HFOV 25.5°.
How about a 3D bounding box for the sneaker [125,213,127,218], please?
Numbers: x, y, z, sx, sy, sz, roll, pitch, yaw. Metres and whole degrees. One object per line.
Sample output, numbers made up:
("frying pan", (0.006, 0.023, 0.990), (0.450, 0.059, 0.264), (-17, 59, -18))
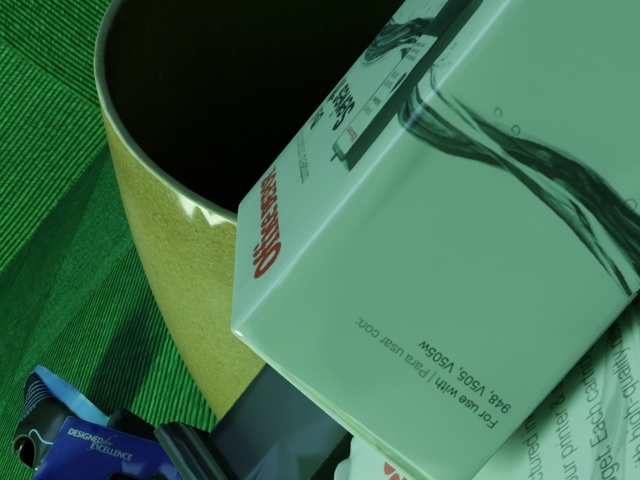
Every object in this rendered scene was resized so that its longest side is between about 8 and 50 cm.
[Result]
("sneaker", (-0.104, -0.075, 1.492), (0.146, 0.122, 0.330), (-32, 19, 10))

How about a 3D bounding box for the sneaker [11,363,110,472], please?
("sneaker", (-0.282, 0.190, 1.460), (0.090, 0.081, 0.232), (-50, 15, -13))

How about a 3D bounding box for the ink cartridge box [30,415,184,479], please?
("ink cartridge box", (-0.174, 0.265, 0.831), (0.371, 0.175, 0.069), (-62, -27, -32))

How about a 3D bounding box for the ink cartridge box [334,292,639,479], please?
("ink cartridge box", (0.144, 0.057, 0.395), (0.307, 0.129, 0.223), (-47, 15, 23))

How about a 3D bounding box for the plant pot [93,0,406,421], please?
("plant pot", (0.000, 0.000, 0.753), (0.254, 0.237, 0.237), (99, -171, -47))

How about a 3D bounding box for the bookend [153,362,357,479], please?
("bookend", (0.043, 0.068, 0.599), (0.156, 0.157, 0.072), (-52, 43, 8))

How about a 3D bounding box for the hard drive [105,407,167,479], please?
("hard drive", (-0.128, 0.194, 0.969), (0.022, 0.094, 0.135), (-40, 20, 47))

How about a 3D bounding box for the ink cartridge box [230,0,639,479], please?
("ink cartridge box", (0.066, -0.044, 0.443), (0.208, 0.087, 0.153), (-51, 11, 10))
